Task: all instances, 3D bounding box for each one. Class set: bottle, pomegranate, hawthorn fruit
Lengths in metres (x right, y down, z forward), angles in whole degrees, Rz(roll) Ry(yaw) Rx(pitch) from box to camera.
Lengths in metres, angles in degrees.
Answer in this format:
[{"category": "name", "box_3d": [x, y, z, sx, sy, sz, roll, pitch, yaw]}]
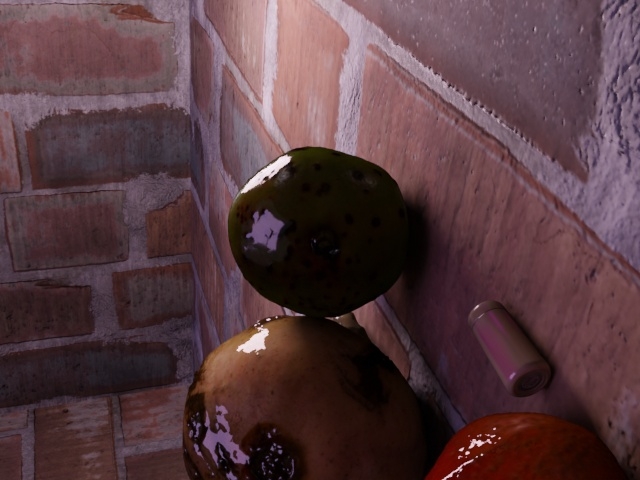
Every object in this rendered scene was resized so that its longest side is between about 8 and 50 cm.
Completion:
[{"category": "bottle", "box_3d": [0.177, 0.102, 0.697, 0.096, 0.045, 0.045, -116, 27, -50]}, {"category": "pomegranate", "box_3d": [-0.015, -0.002, 0.958, 0.286, 0.230, 0.231, 144, 119, -68]}, {"category": "hawthorn fruit", "box_3d": [0.141, 0.241, 0.569, 0.196, 0.225, 0.197, 20, 114, 56]}, {"category": "pomegranate", "box_3d": [-0.021, 0.250, 0.941, 0.322, 0.322, 0.322, 174, 90, -72]}]

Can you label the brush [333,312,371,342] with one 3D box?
[{"category": "brush", "box_3d": [0.045, 0.258, 1.124, 0.084, 0.071, 0.301, -113, 22, -71]}]
